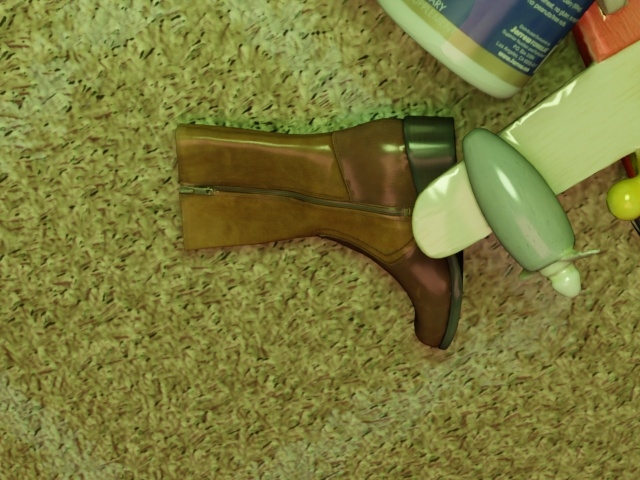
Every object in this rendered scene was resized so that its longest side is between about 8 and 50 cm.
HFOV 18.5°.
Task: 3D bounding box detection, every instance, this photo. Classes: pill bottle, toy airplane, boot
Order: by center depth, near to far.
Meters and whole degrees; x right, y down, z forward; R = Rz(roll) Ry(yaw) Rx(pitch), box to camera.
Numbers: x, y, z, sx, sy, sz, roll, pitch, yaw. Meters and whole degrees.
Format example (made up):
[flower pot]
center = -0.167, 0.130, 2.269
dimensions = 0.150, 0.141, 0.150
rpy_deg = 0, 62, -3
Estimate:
[pill bottle]
center = 0.176, -0.258, 1.576
dimensions = 0.153, 0.153, 0.264
rpy_deg = 33, 105, -22
[toy airplane]
center = 0.308, -0.120, 1.732
dimensions = 0.384, 0.272, 0.386
rpy_deg = 11, 114, -17
[boot]
center = 0.000, 0.000, 1.951
dimensions = 0.280, 0.096, 0.264
rpy_deg = -3, 128, 5
